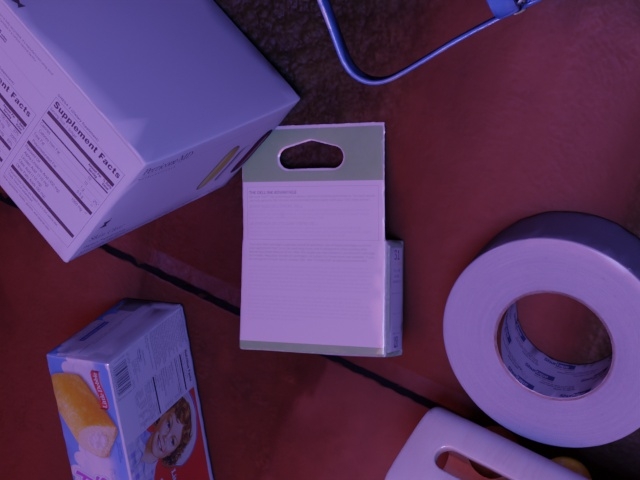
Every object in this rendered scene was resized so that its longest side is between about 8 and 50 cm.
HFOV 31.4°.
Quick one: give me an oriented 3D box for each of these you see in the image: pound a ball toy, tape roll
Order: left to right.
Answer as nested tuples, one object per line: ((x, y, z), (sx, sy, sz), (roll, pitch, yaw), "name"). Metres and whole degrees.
((0.205, 0.281, 1.127), (0.319, 0.136, 0.208), (23, 155, 33), "pound a ball toy")
((0.231, 0.086, 1.086), (0.219, 0.072, 0.219), (11, 116, 22), "tape roll")

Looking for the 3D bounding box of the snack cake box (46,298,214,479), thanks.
((-0.215, 0.219, 1.330), (0.089, 0.152, 0.264), (4, 114, 26), "snack cake box")

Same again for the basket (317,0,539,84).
((0.101, -0.291, 0.898), (0.289, 0.201, 0.255), (-23, 102, 23), "basket")

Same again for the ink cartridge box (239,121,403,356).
((0.000, 0.000, 1.179), (0.171, 0.056, 0.235), (1, 89, 27), "ink cartridge box")

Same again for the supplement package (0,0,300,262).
((-0.185, -0.134, 1.073), (0.204, 0.262, 0.145), (48, 125, 6), "supplement package")
